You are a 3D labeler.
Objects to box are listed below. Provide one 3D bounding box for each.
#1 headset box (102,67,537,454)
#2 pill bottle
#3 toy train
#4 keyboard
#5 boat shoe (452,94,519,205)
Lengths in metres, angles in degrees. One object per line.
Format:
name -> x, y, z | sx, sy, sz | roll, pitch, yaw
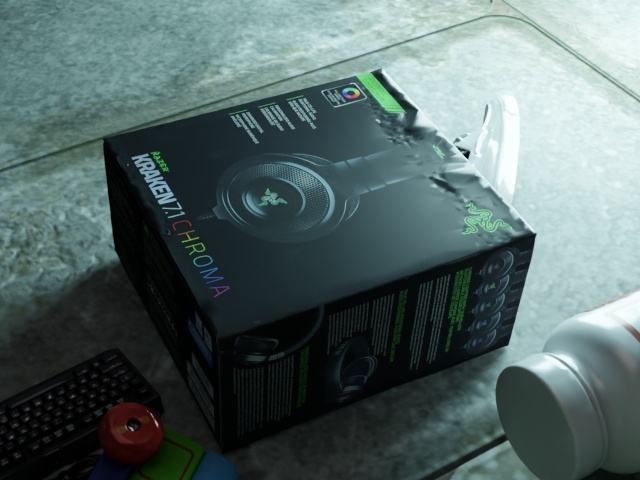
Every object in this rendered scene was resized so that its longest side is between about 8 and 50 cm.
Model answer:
headset box -> 0.000, 0.000, 0.875 | 0.283, 0.131, 0.246 | -16, 46, -21
pill bottle -> 0.243, 0.097, 0.790 | 0.216, 0.121, 0.121 | -19, 47, -22
toy train -> -0.116, 0.228, 0.652 | 0.143, 0.105, 0.248 | 24, 45, 3
keyboard -> -0.204, 0.146, 0.784 | 0.180, 0.023, 0.108 | -26, 50, -27
boat shoe -> 0.153, -0.075, 1.023 | 0.063, 0.066, 0.184 | 9, 52, 5
